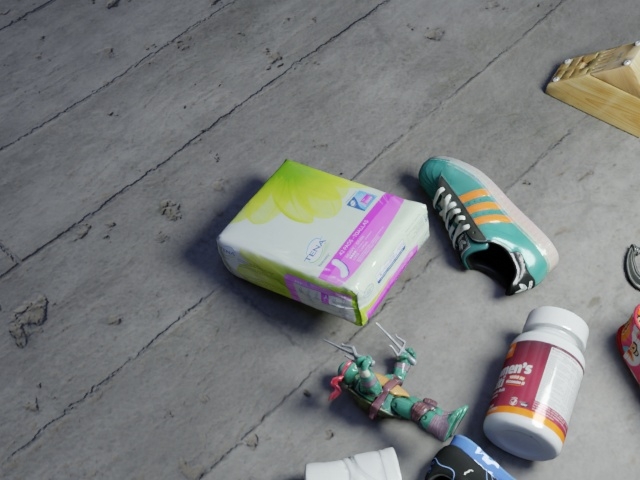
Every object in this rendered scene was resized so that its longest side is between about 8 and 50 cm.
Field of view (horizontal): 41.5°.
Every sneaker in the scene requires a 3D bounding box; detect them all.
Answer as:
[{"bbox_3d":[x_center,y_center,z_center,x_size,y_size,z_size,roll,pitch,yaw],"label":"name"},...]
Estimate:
[{"bbox_3d":[0.270,-0.029,1.485,0.121,0.108,0.302,-35,67,-28],"label":"sneaker"},{"bbox_3d":[0.260,0.390,1.236,0.232,0.081,0.090,35,65,25],"label":"sneaker"},{"bbox_3d":[0.049,0.439,1.178,0.169,0.108,0.293,-7,48,-6],"label":"sneaker"}]

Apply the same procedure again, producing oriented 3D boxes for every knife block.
[{"bbox_3d":[0.624,-0.268,1.690,0.275,0.242,0.088,-5,39,50],"label":"knife block"}]

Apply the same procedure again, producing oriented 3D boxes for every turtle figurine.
[{"bbox_3d":[0.110,0.224,1.313,0.234,0.118,0.175,30,20,17],"label":"turtle figurine"}]

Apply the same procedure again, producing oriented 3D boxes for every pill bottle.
[{"bbox_3d":[0.343,0.220,1.321,0.121,0.121,0.221,21,58,10],"label":"pill bottle"}]

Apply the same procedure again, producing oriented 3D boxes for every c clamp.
[{"bbox_3d":[0.620,0.034,1.521,0.160,0.022,0.137,-6,63,-9],"label":"c clamp"}]

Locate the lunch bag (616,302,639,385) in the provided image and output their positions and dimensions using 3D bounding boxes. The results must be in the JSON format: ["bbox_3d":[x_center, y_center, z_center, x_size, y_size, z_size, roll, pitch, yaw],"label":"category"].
[{"bbox_3d":[0.647,0.208,1.347,0.258,0.120,0.293,-14,58,-13],"label":"lunch bag"}]

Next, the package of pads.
[{"bbox_3d":[0.000,0.000,1.419,0.296,0.101,0.229,20,55,30],"label":"package of pads"}]
